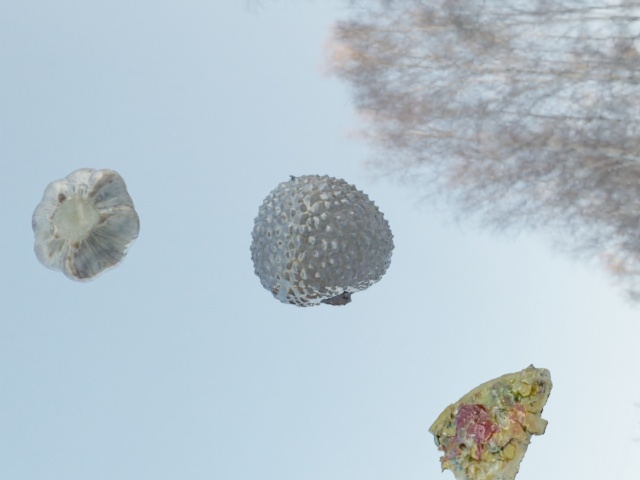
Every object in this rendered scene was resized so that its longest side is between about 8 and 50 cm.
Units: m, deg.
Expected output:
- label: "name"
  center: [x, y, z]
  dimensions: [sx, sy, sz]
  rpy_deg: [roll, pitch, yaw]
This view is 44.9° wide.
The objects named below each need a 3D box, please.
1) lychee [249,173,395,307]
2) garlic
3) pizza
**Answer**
- label: "lychee"
  center: [0.003, 0.002, 1.600]
  dimensions: [0.300, 0.300, 0.300]
  rpy_deg: [-25, -58, -49]
- label: "garlic"
  center: [-0.320, -0.020, 1.063]
  dimensions: [0.102, 0.147, 0.159]
  rpy_deg: [92, -174, -80]
- label: "pizza"
  center: [0.087, 0.103, 0.407]
  dimensions: [0.025, 0.083, 0.078]
  rpy_deg: [39, -147, -21]
